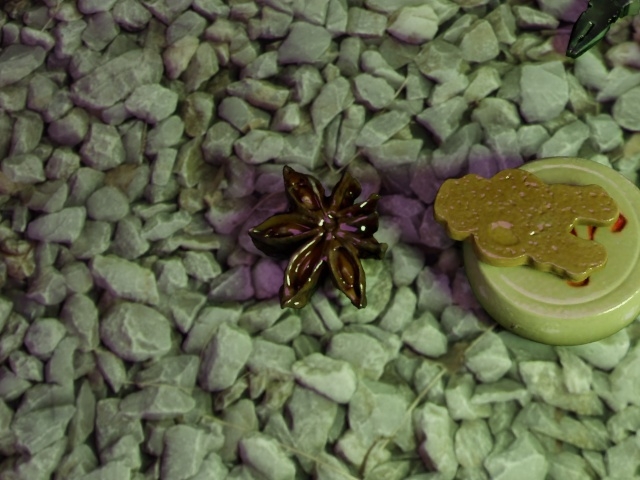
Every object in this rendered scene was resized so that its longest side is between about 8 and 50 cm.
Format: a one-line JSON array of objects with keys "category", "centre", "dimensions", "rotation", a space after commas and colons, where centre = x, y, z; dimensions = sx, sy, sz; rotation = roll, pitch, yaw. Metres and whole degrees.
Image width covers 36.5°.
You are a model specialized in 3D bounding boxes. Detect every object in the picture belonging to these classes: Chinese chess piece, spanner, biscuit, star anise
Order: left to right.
[{"category": "star anise", "centre": [0.000, 0.007, 1.395], "dimensions": [0.214, 0.099, 0.220], "rotation": [6, 71, 27]}, {"category": "biscuit", "centre": [0.267, -0.026, 1.280], "dimensions": [0.236, 0.040, 0.144], "rotation": [13, 61, 16]}, {"category": "Chinese chess piece", "centre": [0.329, 0.014, 1.327], "dimensions": [0.273, 0.102, 0.273], "rotation": [-4, 66, 9]}, {"category": "spanner", "centre": [0.476, -0.408, 1.526], "dimensions": [0.096, 0.040, 0.324], "rotation": [31, 73, 20]}]
